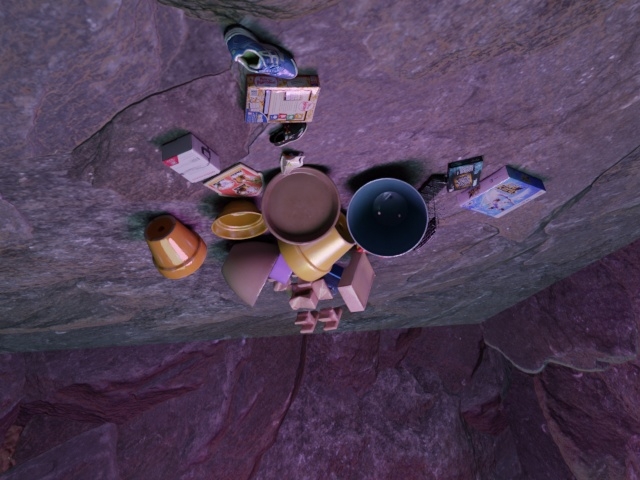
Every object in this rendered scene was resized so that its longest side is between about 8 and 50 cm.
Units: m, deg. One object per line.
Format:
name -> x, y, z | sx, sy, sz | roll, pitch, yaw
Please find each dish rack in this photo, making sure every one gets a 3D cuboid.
dish rack -> 0.409, -0.097, 1.974 | 0.074, 0.271, 0.208 | 12, 150, -14

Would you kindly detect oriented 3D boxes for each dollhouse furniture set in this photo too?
dollhouse furniture set -> 0.026, 0.206, 2.434 | 0.395, 0.256, 0.361 | -11, 123, 28

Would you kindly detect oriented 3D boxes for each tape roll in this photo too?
tape roll -> -0.146, 0.089, 2.209 | 0.080, 0.188, 0.189 | 27, 149, -3

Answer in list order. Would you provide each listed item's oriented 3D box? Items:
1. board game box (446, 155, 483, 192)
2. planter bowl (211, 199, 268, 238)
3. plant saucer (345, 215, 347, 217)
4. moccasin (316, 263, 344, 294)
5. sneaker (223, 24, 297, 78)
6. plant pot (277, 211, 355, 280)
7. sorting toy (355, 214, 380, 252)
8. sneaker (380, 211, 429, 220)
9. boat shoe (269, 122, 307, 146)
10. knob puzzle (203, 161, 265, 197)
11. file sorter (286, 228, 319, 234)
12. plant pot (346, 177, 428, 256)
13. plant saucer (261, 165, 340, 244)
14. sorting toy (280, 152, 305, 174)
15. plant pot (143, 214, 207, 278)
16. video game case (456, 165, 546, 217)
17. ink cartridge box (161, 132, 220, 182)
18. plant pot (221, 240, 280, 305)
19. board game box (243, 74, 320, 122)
board game box -> 0.547, -0.249, 1.968 | 0.126, 0.026, 0.186 | -12, 155, 6
planter bowl -> -0.298, -0.091, 1.923 | 0.218, 0.090, 0.217 | -7, 156, -3
plant saucer -> 0.123, -0.067, 2.193 | 0.195, 0.037, 0.195 | -8, 155, -4
moccasin -> 0.055, 0.189, 2.631 | 0.117, 0.137, 0.342 | -36, 134, 20
sneaker -> -0.142, -0.433, 1.252 | 0.211, 0.081, 0.080 | 12, 146, -41
plant pot -> 0.000, 0.000, 2.056 | 0.239, 0.253, 0.254 | -32, 148, 26
sorting toy -> 0.298, -0.007, 2.324 | 0.256, 0.089, 0.257 | 9, 149, -35
sneaker -> 0.351, -0.111, 2.134 | 0.263, 0.099, 0.121 | 7, 144, -48
boat shoe -> -0.097, -0.321, 1.548 | 0.133, 0.048, 0.042 | -22, 161, 34
knob puzzle -> -0.278, -0.188, 1.794 | 0.214, 0.029, 0.213 | -8, 155, -4
file sorter -> -0.078, -0.087, 1.920 | 0.118, 0.170, 0.104 | -6, 158, -8
plant pot -> 0.255, -0.103, 1.939 | 0.291, 0.289, 0.195 | -16, -169, 14
plant saucer -> -0.069, -0.122, 1.798 | 0.278, 0.277, 0.041 | -6, -167, -9
sorting toy -> -0.089, -0.260, 1.699 | 0.075, 0.044, 0.083 | -9, 156, -18
plant pot -> -0.561, 0.010, 1.946 | 0.205, 0.205, 0.187 | -13, 140, 8
video game case -> 0.744, -0.192, 2.124 | 0.270, 0.061, 0.244 | 10, 148, -37
ink cartridge box -> -0.393, -0.249, 1.579 | 0.109, 0.063, 0.150 | -18, 155, 17
plant pot -> -0.310, 0.115, 2.207 | 0.191, 0.284, 0.284 | 27, 149, -3
board game box -> -0.109, -0.384, 1.412 | 0.194, 0.045, 0.146 | -3, 154, -14
